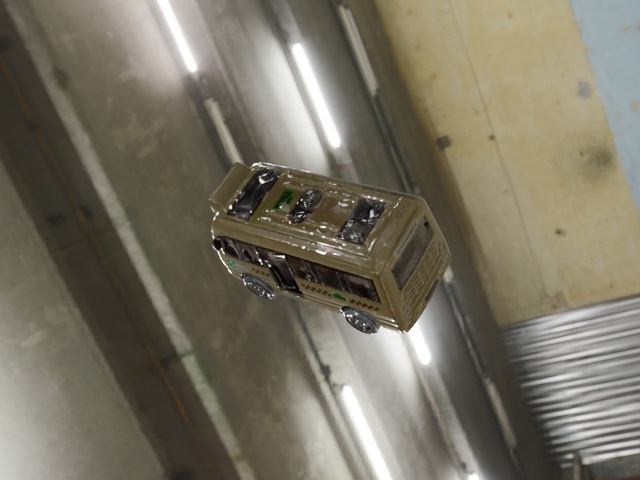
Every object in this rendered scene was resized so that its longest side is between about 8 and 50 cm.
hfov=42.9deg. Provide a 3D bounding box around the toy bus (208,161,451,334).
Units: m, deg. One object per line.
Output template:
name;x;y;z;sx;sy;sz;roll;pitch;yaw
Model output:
toy bus;0.000;0.000;1.004;0.139;0.289;0.157;-55;-39;-24
